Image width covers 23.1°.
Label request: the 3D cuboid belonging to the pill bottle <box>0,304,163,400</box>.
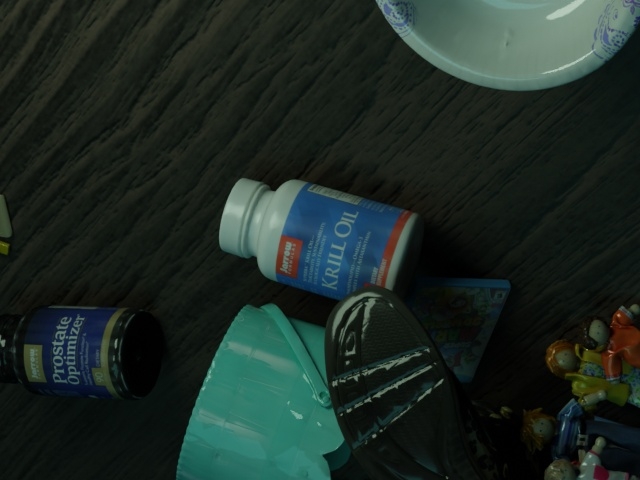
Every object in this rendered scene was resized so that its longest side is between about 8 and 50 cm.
[{"bbox_3d":[-0.330,0.147,2.077,0.219,0.123,0.123,0,124,23],"label":"pill bottle"}]

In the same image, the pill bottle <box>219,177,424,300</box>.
[{"bbox_3d":[0.000,0.000,1.824,0.221,0.124,0.124,15,129,13],"label":"pill bottle"}]

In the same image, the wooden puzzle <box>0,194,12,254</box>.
[{"bbox_3d":[-0.445,-0.036,2.065,0.078,0.014,0.116,11,128,11],"label":"wooden puzzle"}]

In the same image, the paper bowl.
[{"bbox_3d":[0.192,-0.299,1.507,0.284,0.148,0.284,11,128,15],"label":"paper bowl"}]

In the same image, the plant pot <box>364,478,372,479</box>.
[{"bbox_3d":[0.112,0.426,2.148,0.236,0.032,0.236,12,127,16],"label":"plant pot"}]

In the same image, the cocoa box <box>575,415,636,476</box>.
[{"bbox_3d":[0.363,0.416,1.825,0.231,0.347,0.228,16,128,12],"label":"cocoa box"}]

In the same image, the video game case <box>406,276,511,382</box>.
[{"bbox_3d":[0.149,0.109,1.874,0.119,0.015,0.166,2,132,-17],"label":"video game case"}]

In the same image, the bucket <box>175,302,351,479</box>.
[{"bbox_3d":[-0.048,0.218,1.915,0.183,0.281,0.281,21,130,6],"label":"bucket"}]

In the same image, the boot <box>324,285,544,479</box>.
[{"bbox_3d":[0.146,0.224,1.805,0.138,0.284,0.377,-32,83,14],"label":"boot"}]

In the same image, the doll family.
[{"bbox_3d":[0.319,0.203,1.801,0.163,0.263,0.118,16,168,-2],"label":"doll family"}]
